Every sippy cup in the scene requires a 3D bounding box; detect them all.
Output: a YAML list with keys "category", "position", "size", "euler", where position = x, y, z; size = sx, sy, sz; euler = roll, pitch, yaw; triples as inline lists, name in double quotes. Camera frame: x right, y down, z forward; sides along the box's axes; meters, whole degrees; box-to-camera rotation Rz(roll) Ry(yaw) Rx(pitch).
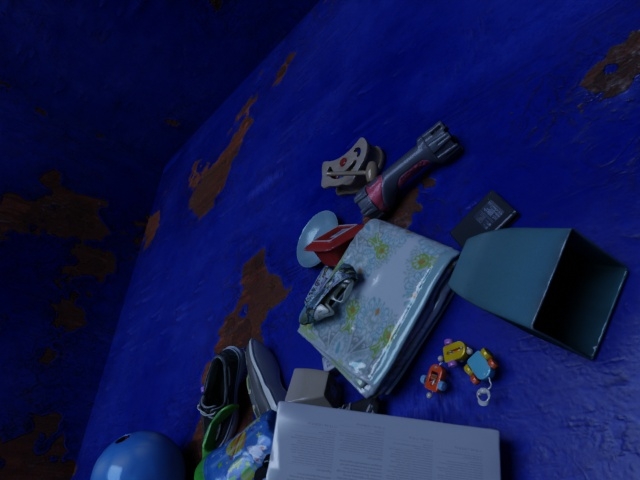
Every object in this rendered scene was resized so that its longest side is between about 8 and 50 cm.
- category: "sippy cup"
  position: [-0.143, 0.547, 1.123]
  size: [0.224, 0.305, 0.240]
  euler: [-48, 6, 3]

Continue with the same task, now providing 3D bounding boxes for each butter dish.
- category: "butter dish"
  position: [0.062, 0.029, 1.298]
  size: [0.160, 0.118, 0.160]
  euler: [-30, 13, -26]

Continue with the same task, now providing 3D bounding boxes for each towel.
- category: "towel"
  position: [0.128, 0.139, 1.103]
  size: [0.374, 0.090, 0.321]
  euler: [-56, 38, -3]

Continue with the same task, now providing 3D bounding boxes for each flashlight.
- category: "flashlight"
  position: [0.230, -0.171, 1.225]
  size: [0.304, 0.103, 0.103]
  euler: [-37, 67, 26]

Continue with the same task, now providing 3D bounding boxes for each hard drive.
- category: "hard drive"
  position: [0.355, -0.035, 1.016]
  size: [0.135, 0.022, 0.094]
  euler: [-49, 37, 19]

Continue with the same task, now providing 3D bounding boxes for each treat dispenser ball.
- category: "treat dispenser ball"
  position: [-0.581, 0.763, 1.487]
  size: [0.288, 0.288, 0.288]
  euler: [-33, 43, 38]

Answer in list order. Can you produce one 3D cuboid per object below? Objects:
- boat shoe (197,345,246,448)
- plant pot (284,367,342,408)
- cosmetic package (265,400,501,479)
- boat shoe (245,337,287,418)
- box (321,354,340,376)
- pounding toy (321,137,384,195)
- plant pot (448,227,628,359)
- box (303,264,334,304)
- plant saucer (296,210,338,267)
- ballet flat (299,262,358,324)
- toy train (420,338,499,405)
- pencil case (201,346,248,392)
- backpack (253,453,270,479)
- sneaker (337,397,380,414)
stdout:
- category: "boat shoe"
  position: [-0.320, 0.486, 1.411]
  size: [0.121, 0.119, 0.334]
  euler: [11, 94, 29]
- category: "plant pot"
  position: [-0.009, 0.379, 1.134]
  size: [0.096, 0.109, 0.109]
  euler: [-19, 27, 26]
- category: "cosmetic package"
  position: [0.095, 0.438, 0.757]
  size: [0.097, 0.378, 0.284]
  euler: [87, -169, -61]
- category: "boat shoe"
  position: [-0.168, 0.410, 1.339]
  size: [0.091, 0.109, 0.305]
  euler: [-49, 39, 12]
- category: "box"
  position: [0.057, 0.239, 1.218]
  size: [0.145, 0.038, 0.186]
  euler: [-41, 40, 28]
- category: "pounding toy"
  position: [0.085, -0.236, 1.407]
  size: [0.270, 0.155, 0.154]
  euler: [0, 72, 54]
- category: "plant pot"
  position: [0.355, 0.074, 0.821]
  size: [0.234, 0.166, 0.165]
  euler: [14, 79, 63]
- category: "box"
  position: [0.011, 0.146, 1.355]
  size: [0.136, 0.027, 0.094]
  euler: [-61, 34, 2]
- category: "plant saucer"
  position: [0.000, 0.000, 1.465]
  size: [0.195, 0.038, 0.194]
  euler: [-33, 44, 38]
- category: "ballet flat"
  position: [0.022, 0.140, 1.103]
  size: [0.188, 0.070, 0.070]
  euler: [-53, 34, 7]
- category: "toy train"
  position: [0.276, 0.260, 0.901]
  size: [0.166, 0.046, 0.125]
  euler: [-4, 65, 56]
- category: "pencil case"
  position: [-0.297, 0.442, 1.512]
  size: [0.206, 0.088, 0.086]
  euler: [-50, 35, 20]
- category: "backpack"
  position: [-0.005, 0.556, 0.892]
  size: [0.213, 0.277, 0.263]
  euler: [-52, 41, 28]
- category: "sneaker"
  position: [0.021, 0.405, 1.047]
  size: [0.228, 0.132, 0.086]
  euler: [-51, 4, 18]
